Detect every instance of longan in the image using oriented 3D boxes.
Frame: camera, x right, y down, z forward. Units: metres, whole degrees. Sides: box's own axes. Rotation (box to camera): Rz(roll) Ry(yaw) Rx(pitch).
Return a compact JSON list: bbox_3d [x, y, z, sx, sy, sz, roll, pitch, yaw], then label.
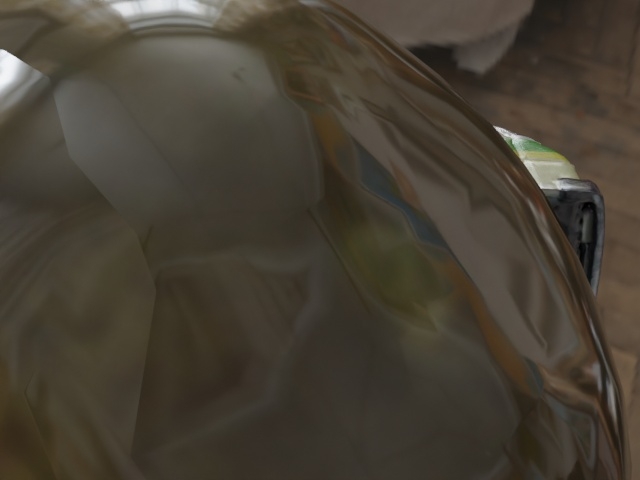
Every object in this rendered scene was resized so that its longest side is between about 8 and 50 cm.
[{"bbox_3d":[-0.051,0.059,0.802,0.404,0.404,0.336,36,58,19],"label":"longan"}]

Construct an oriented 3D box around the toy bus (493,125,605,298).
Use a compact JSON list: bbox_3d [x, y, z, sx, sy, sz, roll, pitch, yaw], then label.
[{"bbox_3d":[0.000,0.000,1.085,0.305,0.143,0.179,3,22,-5],"label":"toy bus"}]
